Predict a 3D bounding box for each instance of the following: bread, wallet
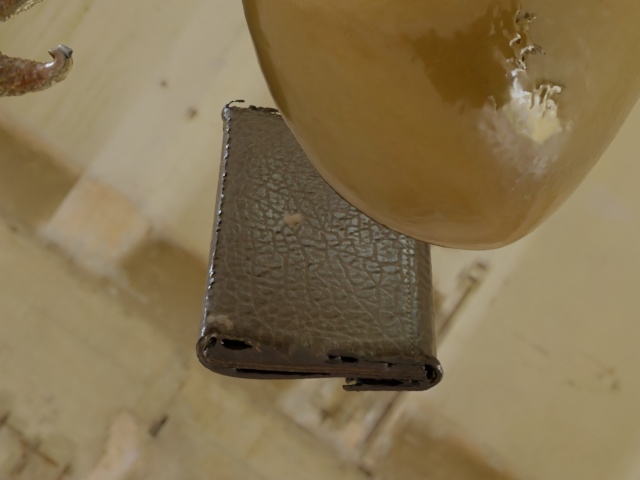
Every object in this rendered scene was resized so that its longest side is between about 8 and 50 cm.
[{"bbox_3d":[0.067,-0.103,0.531,0.098,0.217,0.147,10,-25,35],"label":"bread"},{"bbox_3d":[0.000,0.000,0.991,0.133,0.039,0.243,6,36,-4],"label":"wallet"}]

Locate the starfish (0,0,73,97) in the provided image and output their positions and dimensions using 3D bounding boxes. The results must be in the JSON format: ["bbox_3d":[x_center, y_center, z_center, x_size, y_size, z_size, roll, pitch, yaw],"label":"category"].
[{"bbox_3d":[-0.274,-0.149,1.151,0.295,0.231,0.048,-113,-158,-44],"label":"starfish"}]
